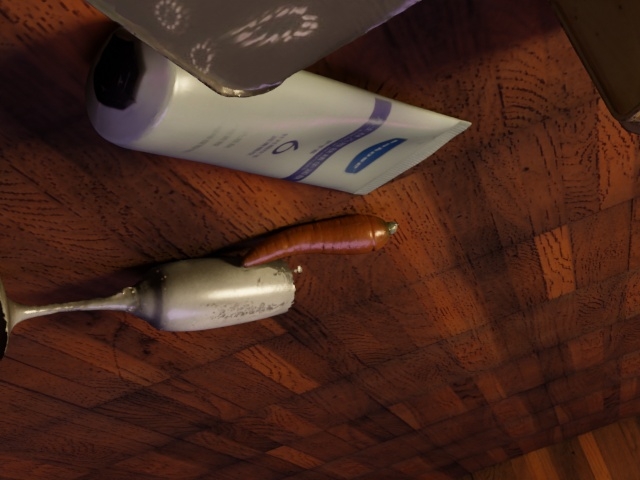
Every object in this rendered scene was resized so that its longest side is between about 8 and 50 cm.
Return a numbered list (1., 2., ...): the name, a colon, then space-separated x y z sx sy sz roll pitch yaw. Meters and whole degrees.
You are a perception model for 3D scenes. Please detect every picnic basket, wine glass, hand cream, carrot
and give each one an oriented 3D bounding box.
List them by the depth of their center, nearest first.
1. picnic basket: 0.226 -0.147 0.531 0.080 0.115 0.164 5 147 -37
2. hand cream: -0.017 -0.078 0.611 0.109 0.067 0.321 -34 159 29
3. wine glass: -0.135 0.047 0.756 0.262 0.074 0.074 -4 152 -33
4. carrot: 0.000 0.000 0.788 0.142 0.035 0.035 -9 155 -13

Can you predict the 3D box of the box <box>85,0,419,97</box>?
1. box: -0.043 -0.159 0.295 0.163 0.135 0.243 -26 154 17
